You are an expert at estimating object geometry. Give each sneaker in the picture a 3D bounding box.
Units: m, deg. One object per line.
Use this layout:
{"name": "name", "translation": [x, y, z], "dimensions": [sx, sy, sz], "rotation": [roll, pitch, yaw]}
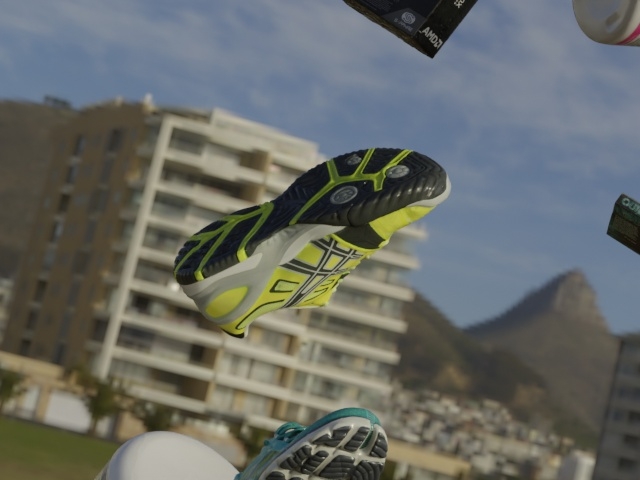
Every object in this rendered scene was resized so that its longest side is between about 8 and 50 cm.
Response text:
{"name": "sneaker", "translation": [-0.029, 0.228, 1.510], "dimensions": [0.107, 0.110, 0.275], "rotation": [19, -39, -23]}
{"name": "sneaker", "translation": [0.000, 0.000, 2.021], "dimensions": [0.385, 0.145, 0.147], "rotation": [-23, -58, 10]}

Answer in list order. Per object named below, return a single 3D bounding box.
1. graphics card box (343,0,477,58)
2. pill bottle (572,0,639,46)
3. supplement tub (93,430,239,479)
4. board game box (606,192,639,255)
{"name": "graphics card box", "translation": [0.211, -0.520, 2.593], "dimensions": [0.233, 0.371, 0.094], "rotation": [38, -1, 35]}
{"name": "pill bottle", "translation": [0.503, -0.342, 2.074], "dimensions": [0.283, 0.160, 0.160], "rotation": [0, -1, -27]}
{"name": "supplement tub", "translation": [-0.250, 0.439, 2.016], "dimensions": [0.235, 0.325, 0.235], "rotation": [31, 26, -17]}
{"name": "board game box", "translation": [0.558, 0.005, 2.465], "dimensions": [0.186, 0.026, 0.126], "rotation": [35, -18, 17]}
